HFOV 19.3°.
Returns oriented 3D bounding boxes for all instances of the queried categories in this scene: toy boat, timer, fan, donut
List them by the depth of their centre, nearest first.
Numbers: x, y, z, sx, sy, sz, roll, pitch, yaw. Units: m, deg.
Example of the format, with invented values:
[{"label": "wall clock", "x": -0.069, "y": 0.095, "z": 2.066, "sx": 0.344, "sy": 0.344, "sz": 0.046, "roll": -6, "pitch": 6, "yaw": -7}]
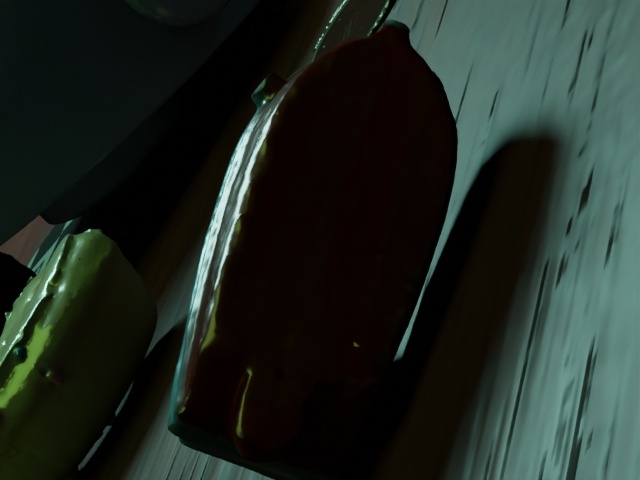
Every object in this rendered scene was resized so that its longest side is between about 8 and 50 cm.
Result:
[{"label": "toy boat", "x": 0.000, "y": 0.000, "z": 0.574, "sx": 0.059, "sy": 0.069, "sz": 0.173, "roll": 120, "pitch": 168, "yaw": -58}, {"label": "donut", "x": -0.137, "y": 0.082, "z": 0.864, "sx": 0.166, "sy": 0.065, "sz": 0.108, "roll": -48, "pitch": 17, "yaw": 31}, {"label": "fan", "x": 0.001, "y": -0.086, "z": 0.884, "sx": 0.133, "sy": 0.005, "sz": 0.085, "roll": -46, "pitch": 18, "yaw": 33}, {"label": "timer", "x": -0.172, "y": -0.106, "z": 1.142, "sx": 0.395, "sy": 0.173, "sz": 0.395, "roll": -37, "pitch": 15, "yaw": 12}]

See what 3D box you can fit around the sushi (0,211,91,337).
[{"label": "sushi", "x": -0.258, "y": 0.084, "z": 1.286, "sx": 0.294, "sy": 0.059, "sz": 0.292, "roll": -54, "pitch": 14, "yaw": 16}]
